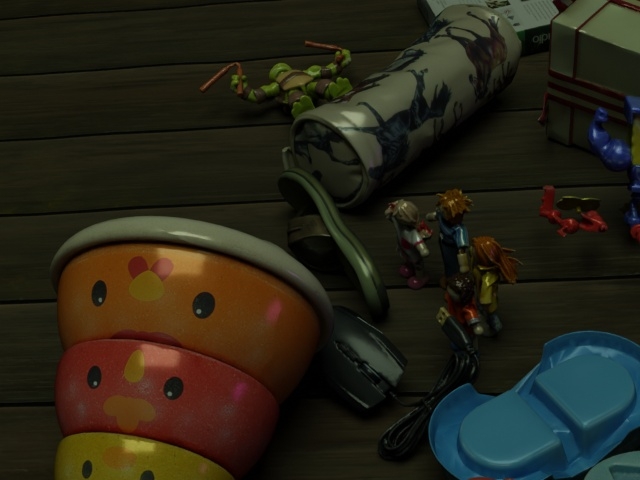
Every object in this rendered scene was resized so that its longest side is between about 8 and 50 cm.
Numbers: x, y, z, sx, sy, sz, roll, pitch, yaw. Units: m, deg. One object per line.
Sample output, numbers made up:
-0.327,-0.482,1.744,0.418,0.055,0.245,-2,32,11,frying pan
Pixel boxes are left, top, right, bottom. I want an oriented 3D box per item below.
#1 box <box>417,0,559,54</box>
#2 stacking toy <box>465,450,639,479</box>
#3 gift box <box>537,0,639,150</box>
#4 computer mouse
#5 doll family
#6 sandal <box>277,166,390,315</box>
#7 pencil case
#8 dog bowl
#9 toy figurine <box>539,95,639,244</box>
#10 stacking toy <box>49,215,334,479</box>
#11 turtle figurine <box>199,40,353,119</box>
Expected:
0.355,-0.415,2.153,0.322,0.058,0.232,-14,42,-3,box
0.282,0.318,1.228,0.309,0.130,0.279,-14,21,-7,stacking toy
0.469,-0.264,1.816,0.258,0.255,0.276,29,50,33,gift box
0.078,0.133,1.536,0.184,0.060,0.262,-43,47,1,computer mouse
0.185,0.023,1.610,0.118,0.163,0.263,-20,43,-12,doll family
0.000,0.000,1.713,0.086,0.120,0.302,-31,45,-3,sandal
0.128,-0.214,1.892,0.410,0.159,0.184,-39,26,-29,pencil case
0.271,0.220,1.445,0.297,0.074,0.166,-25,44,-16,dog bowl
0.487,-0.111,1.623,0.363,0.217,0.191,6,14,6,toy figurine
-0.184,0.243,1.386,0.351,0.350,0.479,2,60,13,stacking toy
-0.048,-0.248,2.010,0.270,0.087,0.217,-16,29,-18,turtle figurine
